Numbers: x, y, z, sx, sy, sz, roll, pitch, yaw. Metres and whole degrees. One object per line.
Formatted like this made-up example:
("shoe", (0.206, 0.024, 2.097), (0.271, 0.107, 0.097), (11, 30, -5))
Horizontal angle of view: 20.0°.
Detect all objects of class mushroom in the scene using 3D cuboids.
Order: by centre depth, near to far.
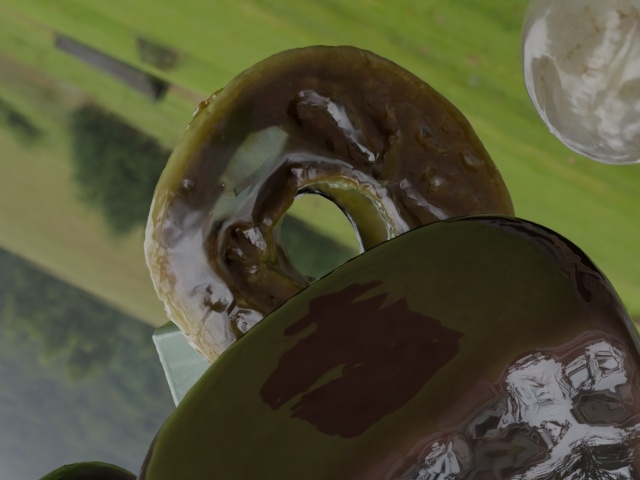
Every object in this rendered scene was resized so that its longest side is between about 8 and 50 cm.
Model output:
("mushroom", (0.270, -0.174, 1.501), (0.206, 0.206, 0.209), (20, -143, 40))

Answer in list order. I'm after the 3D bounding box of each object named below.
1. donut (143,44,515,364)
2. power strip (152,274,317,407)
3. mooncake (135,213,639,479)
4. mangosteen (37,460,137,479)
("donut", (0.000, 0.000, 1.569), (0.330, 0.330, 0.160), (24, 173, -13))
("power strip", (-0.056, 0.166, 1.879), (0.139, 0.224, 0.140), (-12, -169, 31))
("mooncake", (0.063, 0.134, 1.090), (0.334, 0.326, 0.174), (-7, 124, 41))
("mangosteen", (-0.226, 0.353, 1.935), (0.250, 0.211, 0.211), (26, 177, 16))
